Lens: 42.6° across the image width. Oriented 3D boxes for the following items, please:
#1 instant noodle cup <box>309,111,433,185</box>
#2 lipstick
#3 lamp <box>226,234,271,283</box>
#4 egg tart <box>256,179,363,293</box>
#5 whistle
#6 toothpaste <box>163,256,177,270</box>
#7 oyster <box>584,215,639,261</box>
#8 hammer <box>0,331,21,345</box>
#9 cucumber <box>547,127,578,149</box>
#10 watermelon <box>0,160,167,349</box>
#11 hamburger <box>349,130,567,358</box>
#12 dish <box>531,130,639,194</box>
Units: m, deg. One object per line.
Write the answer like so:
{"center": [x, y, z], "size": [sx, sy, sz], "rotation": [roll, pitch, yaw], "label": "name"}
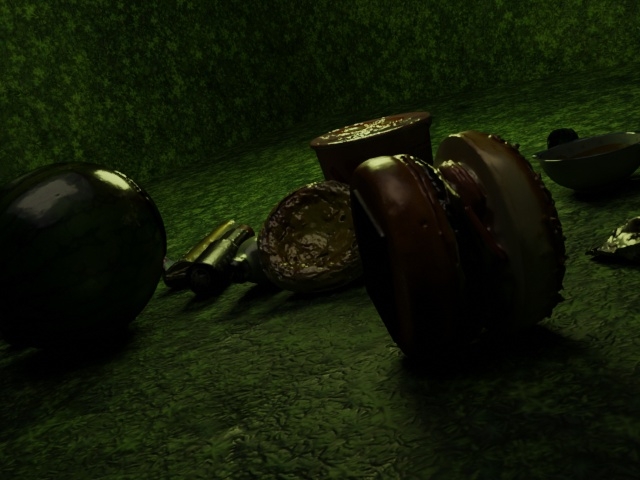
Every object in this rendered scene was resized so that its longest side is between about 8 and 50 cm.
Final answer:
{"center": [0.123, -0.111, 1.596], "size": [0.243, 0.231, 0.243], "rotation": [-14, 15, 4], "label": "instant noodle cup"}
{"center": [-0.199, 0.031, 1.704], "size": [0.081, 0.081, 0.299], "rotation": [-12, 15, 14], "label": "lipstick"}
{"center": [-0.093, 0.026, 1.573], "size": [0.101, 0.101, 0.250], "rotation": [-5, 13, 36], "label": "lamp"}
{"center": [0.000, 0.000, 1.473], "size": [0.234, 0.094, 0.234], "rotation": [-9, 57, 14], "label": "egg tart"}
{"center": [-0.255, 0.026, 1.831], "size": [0.068, 0.057, 0.326], "rotation": [-11, 15, 18], "label": "whistle"}
{"center": [-0.361, 0.053, 1.908], "size": [0.045, 0.028, 0.170], "rotation": [-14, 14, -25], "label": "toothpaste"}
{"center": [0.460, 0.011, 1.163], "size": [0.106, 0.061, 0.200], "rotation": [-35, 13, -3], "label": "oyster"}
{"center": [-0.611, 0.169, 1.674], "size": [0.116, 0.069, 0.194], "rotation": [-26, 9, -35], "label": "hammer"}
{"center": [0.541, -0.197, 1.811], "size": [0.075, 0.074, 0.241], "rotation": [-11, 16, 17], "label": "cucumber"}
{"center": [-0.455, 0.030, 1.474], "size": [0.363, 0.363, 0.363], "rotation": [-15, 14, 4], "label": "watermelon"}
{"center": [0.171, 0.005, 1.037], "size": [0.225, 0.290, 0.291], "rotation": [-15, 14, -10], "label": "hamburger"}
{"center": [0.538, -0.145, 1.579], "size": [0.228, 0.086, 0.236], "rotation": [-19, 14, -20], "label": "dish"}
